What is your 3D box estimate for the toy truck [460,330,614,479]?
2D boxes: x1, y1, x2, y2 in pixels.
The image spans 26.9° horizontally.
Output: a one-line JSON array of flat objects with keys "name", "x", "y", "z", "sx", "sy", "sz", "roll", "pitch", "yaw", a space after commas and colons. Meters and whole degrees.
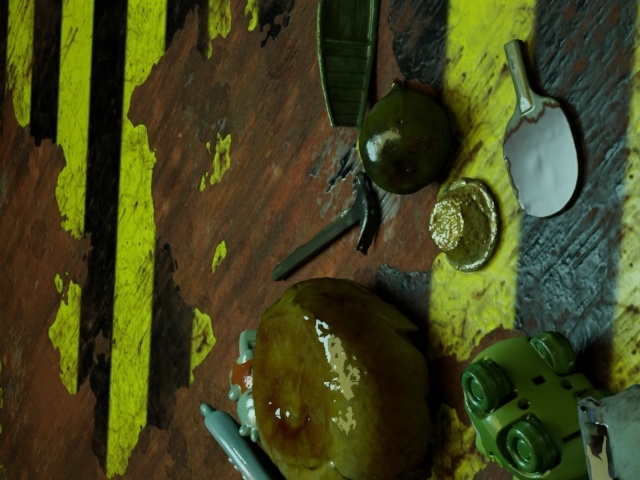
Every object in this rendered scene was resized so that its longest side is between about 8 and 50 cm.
[{"name": "toy truck", "x": 0.258, "y": 0.230, "z": 1.598, "sx": 0.187, "sy": 0.148, "sz": 0.210, "roll": 44, "pitch": 146, "yaw": 44}]

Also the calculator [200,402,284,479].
[{"name": "calculator", "x": -0.105, "y": 0.359, "z": 2.131, "sx": 0.041, "sy": 0.185, "sz": 0.299, "roll": -40, "pitch": 51, "yaw": -4}]

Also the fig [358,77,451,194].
[{"name": "fig", "x": 0.099, "y": -0.154, "z": 1.852, "sx": 0.185, "sy": 0.127, "sz": 0.133, "roll": 54, "pitch": 146, "yaw": 38}]

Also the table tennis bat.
[{"name": "table tennis bat", "x": 0.268, "y": -0.142, "z": 1.686, "sx": 0.131, "sy": 0.022, "sz": 0.234, "roll": -33, "pitch": 64, "yaw": 53}]

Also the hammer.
[{"name": "hammer", "x": 0.001, "y": 0.000, "z": 2.088, "sx": 0.297, "sy": 0.027, "sz": 0.125, "roll": -35, "pitch": 56, "yaw": 51}]

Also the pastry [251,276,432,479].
[{"name": "pastry", "x": 0.026, "y": 0.220, "z": 1.932, "sx": 0.356, "sy": 0.164, "sz": 0.355, "roll": 15, "pitch": 108, "yaw": 56}]

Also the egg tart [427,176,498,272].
[{"name": "egg tart", "x": 0.185, "y": -0.022, "z": 1.784, "sx": 0.129, "sy": 0.049, "sz": 0.128, "roll": 0, "pitch": 90, "yaw": 55}]

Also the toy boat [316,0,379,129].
[{"name": "toy boat", "x": 0.038, "y": -0.310, "z": 1.979, "sx": 0.055, "sy": 0.093, "sz": 0.292, "roll": -166, "pitch": 78, "yaw": -75}]

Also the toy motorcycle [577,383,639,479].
[{"name": "toy motorcycle", "x": 0.349, "y": 0.300, "z": 1.358, "sx": 0.182, "sy": 0.241, "sz": 0.319, "roll": -37, "pitch": 61, "yaw": 43}]

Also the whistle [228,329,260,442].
[{"name": "whistle", "x": -0.091, "y": 0.235, "z": 2.147, "sx": 0.106, "sy": 0.102, "sz": 0.253, "roll": -50, "pitch": 32, "yaw": 26}]
